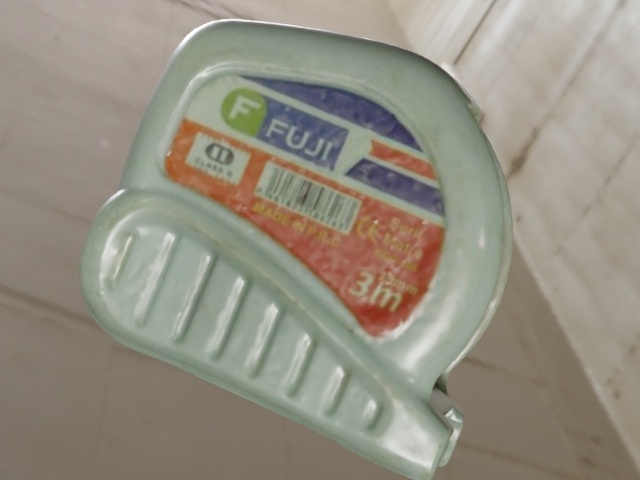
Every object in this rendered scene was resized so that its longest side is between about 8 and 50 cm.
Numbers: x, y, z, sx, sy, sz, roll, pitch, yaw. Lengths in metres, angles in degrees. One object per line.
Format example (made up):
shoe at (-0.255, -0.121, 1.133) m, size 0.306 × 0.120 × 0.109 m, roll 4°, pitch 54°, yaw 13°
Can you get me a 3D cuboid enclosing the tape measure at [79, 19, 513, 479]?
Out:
tape measure at (-0.001, 0.001, 0.770) m, size 0.243 × 0.246 × 0.125 m, roll 24°, pitch -179°, yaw 11°
